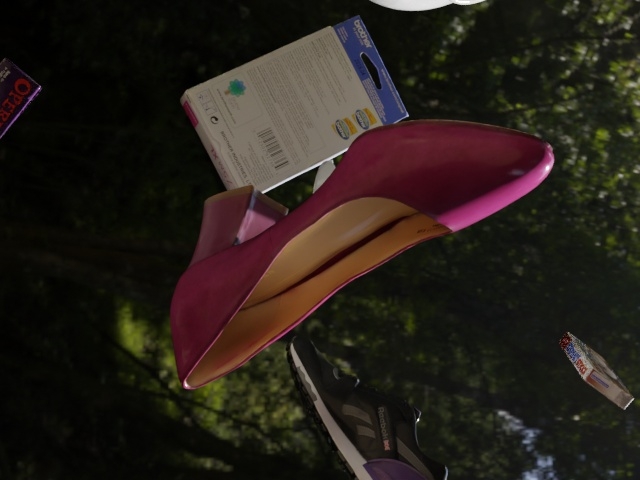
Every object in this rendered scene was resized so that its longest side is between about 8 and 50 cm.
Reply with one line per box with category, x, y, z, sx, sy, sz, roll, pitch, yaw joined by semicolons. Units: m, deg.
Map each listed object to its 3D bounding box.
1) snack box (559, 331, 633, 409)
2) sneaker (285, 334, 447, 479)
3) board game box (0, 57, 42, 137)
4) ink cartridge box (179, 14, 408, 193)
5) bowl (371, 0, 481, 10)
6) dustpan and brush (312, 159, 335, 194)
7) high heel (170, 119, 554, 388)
snack box;0.353;0.165;1.308;0.022;0.064;0.178;-54;-178;10
sneaker;0.062;0.236;1.350;0.283;0.124;0.107;57;-11;15
board game box;-0.382;-0.094;1.072;0.208;0.056;0.347;-49;-162;-6
ink cartridge box;-0.035;-0.202;1.546;0.185;0.311;0.065;62;-19;-3
bowl;0.133;-0.319;0.951;0.134;0.298;0.298;54;-54;22
dustpan and brush;0.000;0.000;1.267;0.211;0.060;0.147;-103;-169;-65
high heel;0.023;0.024;0.835;0.377;0.127;0.181;-17;-123;44
